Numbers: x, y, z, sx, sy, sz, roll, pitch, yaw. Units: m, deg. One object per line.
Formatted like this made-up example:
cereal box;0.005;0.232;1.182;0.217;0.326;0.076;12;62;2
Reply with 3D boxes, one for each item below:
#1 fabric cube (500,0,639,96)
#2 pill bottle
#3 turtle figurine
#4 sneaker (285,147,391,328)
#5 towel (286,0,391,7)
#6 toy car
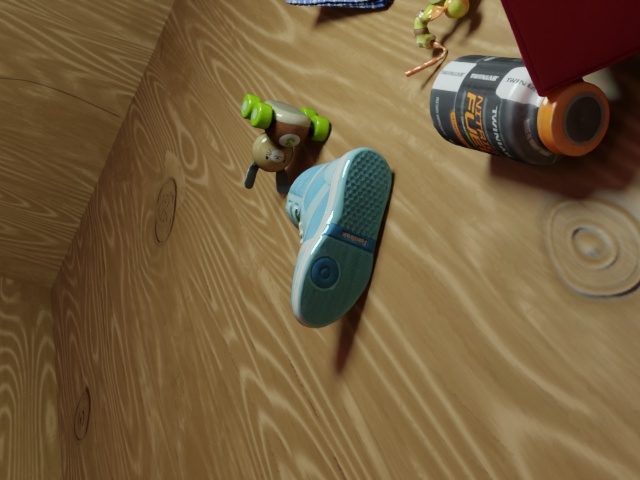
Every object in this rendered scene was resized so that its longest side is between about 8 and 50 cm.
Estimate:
fabric cube;0.287;-0.366;0.890;0.254;0.258;0.259;-23;47;17
pill bottle;0.255;-0.169;1.054;0.245;0.130;0.130;31;100;63
turtle figurine;0.199;-0.420;1.363;0.269;0.087;0.217;-50;34;35
sneaker;0.000;0.000;1.425;0.208;0.127;0.319;-4;60;59
towel;0.057;-0.605;1.703;0.336;0.040;0.243;20;95;50
toy car;-0.092;-0.188;1.696;0.149;0.155;0.188;47;124;60
